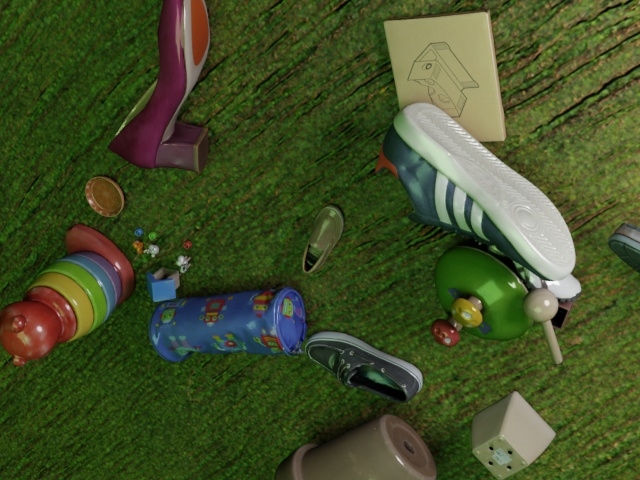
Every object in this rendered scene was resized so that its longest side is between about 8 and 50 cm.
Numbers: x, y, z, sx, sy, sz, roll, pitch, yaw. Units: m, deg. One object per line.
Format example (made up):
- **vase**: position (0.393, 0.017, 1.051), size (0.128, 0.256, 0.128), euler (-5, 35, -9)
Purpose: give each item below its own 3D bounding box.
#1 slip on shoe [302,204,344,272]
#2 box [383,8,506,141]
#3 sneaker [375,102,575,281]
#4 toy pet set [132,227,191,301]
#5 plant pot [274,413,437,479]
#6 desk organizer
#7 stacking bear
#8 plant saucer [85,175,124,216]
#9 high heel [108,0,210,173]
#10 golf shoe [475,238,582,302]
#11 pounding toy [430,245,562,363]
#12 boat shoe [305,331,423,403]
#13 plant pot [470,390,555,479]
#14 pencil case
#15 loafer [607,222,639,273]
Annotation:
- **slip on shoe**: position (0.000, 0.000, 1.802), size (0.051, 0.041, 0.135), euler (33, 126, 7)
- **box**: position (0.190, -0.244, 1.585), size (0.164, 0.021, 0.201), euler (0, 117, 27)
- **sneaker**: position (0.226, -0.047, 1.580), size (0.350, 0.131, 0.148), euler (47, 130, 15)
- **toy pet set**: position (-0.310, 0.051, 1.971), size (0.122, 0.065, 0.114), euler (13, 122, 21)
- **plant pot**: position (0.085, 0.443, 1.905), size (0.229, 0.263, 0.263), euler (-42, 94, 18)
- **desk organizer**: position (0.340, 0.091, 1.677), size (0.130, 0.050, 0.047), euler (23, 124, 14)
- **stacking bear**: position (-0.493, 0.121, 1.962), size (0.164, 0.289, 0.175), euler (23, 124, 14)
- **plant saucer**: position (-0.408, -0.085, 1.977), size (0.083, 0.013, 0.083), euler (12, 121, 20)
- **high heel**: position (-0.284, -0.276, 1.731), size (0.181, 0.127, 0.377), euler (11, 125, 9)
- **golf shoe**: position (0.336, 0.016, 1.622), size (0.198, 0.077, 0.094), euler (37, 126, 2)
- **pounding toy**: position (0.255, 0.122, 1.650), size (0.237, 0.110, 0.183), euler (26, 146, 35)
- **boat shoe**: position (0.069, 0.236, 1.878), size (0.228, 0.076, 0.080), euler (22, 124, 14)
- **plant pot**: position (0.322, 0.348, 1.801), size (0.109, 0.096, 0.109), euler (47, 127, -4)
- **pencil case**: position (-0.165, 0.160, 1.928), size (0.306, 0.119, 0.133), euler (-7, 142, 29)
- **loafer**: position (0.557, 0.042, 1.537), size (0.267, 0.084, 0.096), euler (32, 168, 9)
